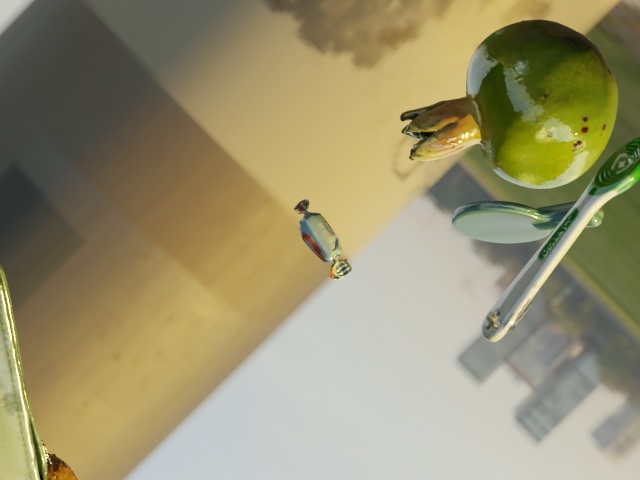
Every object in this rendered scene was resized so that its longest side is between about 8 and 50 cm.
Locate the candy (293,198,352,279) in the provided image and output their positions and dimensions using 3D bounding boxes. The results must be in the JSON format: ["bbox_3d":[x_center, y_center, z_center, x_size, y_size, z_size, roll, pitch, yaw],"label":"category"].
[{"bbox_3d":[-0.001,0.000,1.657,0.083,0.030,0.020,56,150,1],"label":"candy"}]

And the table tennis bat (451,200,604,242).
[{"bbox_3d":[0.261,-0.025,2.199,0.124,0.201,0.033,30,-120,-50],"label":"table tennis bat"}]

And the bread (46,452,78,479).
[{"bbox_3d":[-0.418,0.399,2.335,0.253,0.142,0.227,-33,-62,-67],"label":"bread"}]

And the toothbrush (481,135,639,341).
[{"bbox_3d":[0.293,-0.062,1.714,0.040,0.418,0.042,25,-162,-37],"label":"toothbrush"}]

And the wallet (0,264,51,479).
[{"bbox_3d":[-0.407,0.134,1.728,0.054,0.251,0.290,-76,-14,-59],"label":"wallet"}]

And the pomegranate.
[{"bbox_3d":[0.262,-0.183,2.431,0.236,0.302,0.236,170,90,-81],"label":"pomegranate"}]
